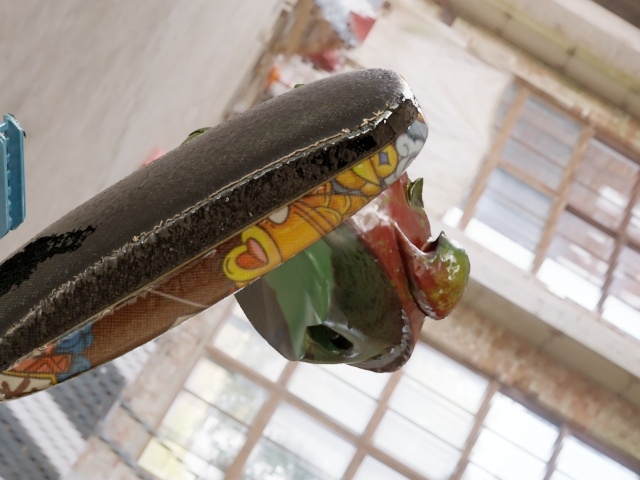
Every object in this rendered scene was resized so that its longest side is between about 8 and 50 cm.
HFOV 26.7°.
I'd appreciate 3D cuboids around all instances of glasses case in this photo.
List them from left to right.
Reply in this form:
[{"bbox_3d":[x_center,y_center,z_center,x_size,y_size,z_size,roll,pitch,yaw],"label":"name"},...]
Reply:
[{"bbox_3d":[-0.083,-0.006,0.808,0.321,0.082,0.122,-30,-158,-1],"label":"glasses case"}]

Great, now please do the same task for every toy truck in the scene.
[{"bbox_3d":[-0.212,-0.034,0.827,0.090,0.073,0.056,-37,-173,22],"label":"toy truck"}]

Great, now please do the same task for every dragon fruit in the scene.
[{"bbox_3d":[0.000,0.000,1.133,0.130,0.268,0.295,-36,154,-32],"label":"dragon fruit"}]
